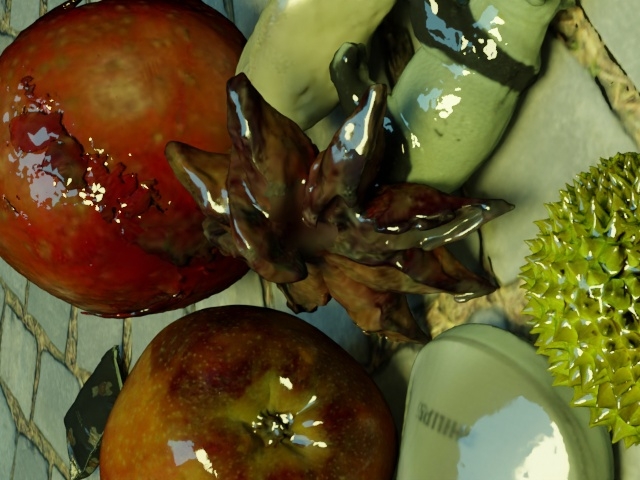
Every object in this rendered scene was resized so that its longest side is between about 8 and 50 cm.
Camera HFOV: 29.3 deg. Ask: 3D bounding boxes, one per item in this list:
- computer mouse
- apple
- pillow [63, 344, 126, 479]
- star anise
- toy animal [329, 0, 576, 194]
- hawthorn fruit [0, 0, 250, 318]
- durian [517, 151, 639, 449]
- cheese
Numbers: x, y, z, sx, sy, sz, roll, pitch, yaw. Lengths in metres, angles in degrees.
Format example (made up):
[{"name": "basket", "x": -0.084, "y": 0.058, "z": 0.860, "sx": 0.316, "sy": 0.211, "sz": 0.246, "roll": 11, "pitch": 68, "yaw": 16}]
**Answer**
[{"name": "computer mouse", "x": 0.101, "y": 0.220, "z": 0.824, "sx": 0.197, "sy": 0.095, "sz": 0.331, "roll": 14, "pitch": 100, "yaw": 61}, {"name": "apple", "x": -0.055, "y": 0.158, "z": 0.923, "sx": 0.230, "sy": 0.230, "sz": 0.230, "roll": -4, "pitch": 86, "yaw": 57}, {"name": "pillow", "x": -0.256, "y": 0.202, "z": 1.407, "sx": 0.090, "sy": 0.048, "sz": 0.150, "roll": 57, "pitch": 130, "yaw": 30}, {"name": "star anise", "x": 0.000, "y": 0.000, "z": 0.852, "sx": 0.272, "sy": 0.272, "sz": 0.102, "roll": -32, "pitch": 22, "yaw": 52}, {"name": "toy animal", "x": 0.091, "y": -0.124, "z": 0.846, "sx": 0.121, "sy": 0.094, "sz": 0.225, "roll": 48, "pitch": 122, "yaw": 24}, {"name": "hawthorn fruit", "x": -0.167, "y": -0.083, "z": 1.079, "sx": 0.316, "sy": 0.316, "sz": 0.316, "roll": -4, "pitch": 86, "yaw": 57}, {"name": "durian", "x": 0.199, "y": 0.037, "z": 0.627, "sx": 0.198, "sy": 0.159, "sz": 0.146, "roll": 25, "pitch": 125, "yaw": 20}, {"name": "cheese", "x": 0.019, "y": -0.199, "z": 0.926, "sx": 0.263, "sy": 0.093, "sz": 0.159, "roll": -56, "pitch": 9, "yaw": 36}]
